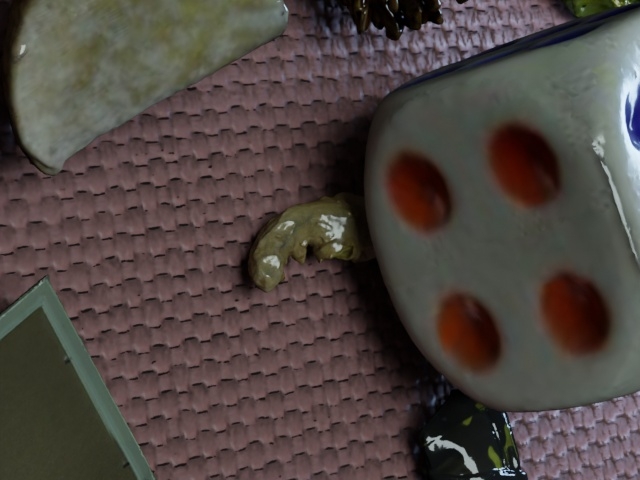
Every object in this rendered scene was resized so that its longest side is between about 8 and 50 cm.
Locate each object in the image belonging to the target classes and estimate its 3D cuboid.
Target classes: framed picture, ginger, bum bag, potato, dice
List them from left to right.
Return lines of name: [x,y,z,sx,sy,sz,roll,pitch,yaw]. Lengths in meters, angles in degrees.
framed picture: [-0.258,0.201,1.343,0.293,0.018,0.231,-43,120,-36]
potato: [-0.175,-0.217,1.416,0.264,0.189,0.211,-34,126,-7]
ginger: [-0.002,-0.003,1.599,0.173,0.051,0.069,-16,86,-35]
bum bag: [0.155,0.250,1.663,0.107,0.060,0.232,-18,90,-30]
dice: [0.229,-0.034,1.611,0.304,0.277,0.304,-27,102,-48]

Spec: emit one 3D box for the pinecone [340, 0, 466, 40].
pinecone: [0.084,-0.290,1.647,0.212,0.169,0.185,-28,113,-26]

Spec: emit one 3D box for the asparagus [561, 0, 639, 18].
asparagus: [0.238,-0.369,1.819,0.108,0.128,0.382,-25,99,-2]
